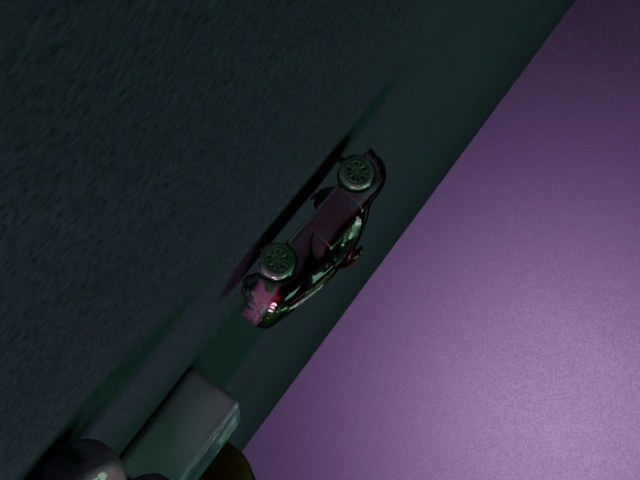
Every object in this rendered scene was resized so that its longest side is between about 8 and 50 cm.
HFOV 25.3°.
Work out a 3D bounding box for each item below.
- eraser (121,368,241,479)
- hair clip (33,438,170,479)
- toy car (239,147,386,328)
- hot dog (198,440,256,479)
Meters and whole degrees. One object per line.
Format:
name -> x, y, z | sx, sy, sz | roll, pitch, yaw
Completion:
eraser -> -0.104, 0.156, 1.110 | 0.092, 0.046, 0.212 | -52, 175, -9
hair clip -> -0.164, 0.217, 0.719 | 0.257, 0.075, 0.146 | -49, 137, -12
toy car -> 0.000, 0.000, 0.929 | 0.142, 0.055, 0.069 | -50, 178, -24
hot dog -> -0.129, 0.295, 1.208 | 0.349, 0.117, 0.158 | -90, -156, -68
